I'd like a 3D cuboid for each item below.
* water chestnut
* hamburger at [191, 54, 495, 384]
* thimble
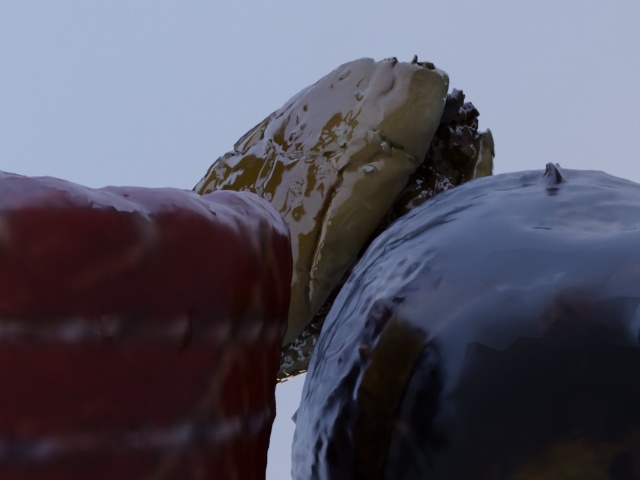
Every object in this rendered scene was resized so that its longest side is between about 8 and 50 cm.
[{"bbox_3d":[0.141,0.112,0.798,0.335,0.335,0.347,-48,16,0],"label":"water chestnut"},{"bbox_3d":[0.000,0.000,0.993,0.155,0.245,0.282,33,-94,-27],"label":"hamburger"},{"bbox_3d":[-0.191,0.080,0.636,0.350,0.350,0.231,4,-91,-63],"label":"thimble"}]
